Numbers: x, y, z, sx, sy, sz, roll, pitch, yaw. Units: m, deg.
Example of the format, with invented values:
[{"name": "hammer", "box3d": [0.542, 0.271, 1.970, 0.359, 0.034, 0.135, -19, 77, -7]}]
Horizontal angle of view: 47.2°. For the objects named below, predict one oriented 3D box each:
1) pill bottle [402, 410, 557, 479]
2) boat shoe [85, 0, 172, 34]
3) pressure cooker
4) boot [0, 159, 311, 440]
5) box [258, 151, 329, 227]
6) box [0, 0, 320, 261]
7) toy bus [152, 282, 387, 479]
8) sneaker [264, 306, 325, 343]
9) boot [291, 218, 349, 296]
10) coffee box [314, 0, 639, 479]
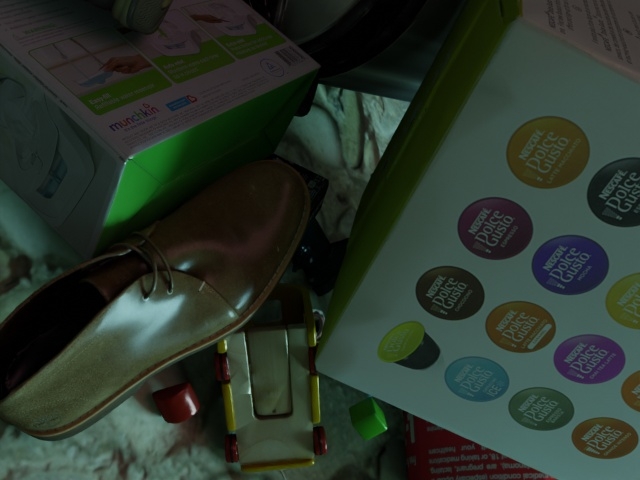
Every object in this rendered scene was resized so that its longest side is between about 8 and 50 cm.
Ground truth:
[{"name": "pill bottle", "box3d": [0.217, 0.274, 0.873, 0.229, 0.229, 0.408, 21, 59, -42]}, {"name": "boat shoe", "box3d": [-0.165, -0.316, 0.602, 0.130, 0.132, 0.355, 20, 38, -27]}, {"name": "pressure cooker", "box3d": [0.045, -0.360, 0.830, 0.420, 0.375, 0.370, -5, 70, -51]}, {"name": "boot", "box3d": [-0.123, 0.032, 0.570, 0.305, 0.115, 0.112, -42, 73, -16]}, {"name": "box", "box3d": [-0.109, -0.033, 0.712, 0.184, 0.045, 0.191, 25, 46, 6]}, {"name": "box", "box3d": [-0.171, -0.148, 0.636, 0.231, 0.127, 0.262, 40, 41, 8]}, {"name": "toy bus", "box3d": [-0.048, 0.140, 0.725, 0.191, 0.202, 0.104, 39, 17, -22]}, {"name": "sneaker", "box3d": [-0.005, 0.105, 0.820, 0.134, 0.070, 0.051, 7, 67, -48]}, {"name": "boot", "box3d": [0.000, 0.000, 0.894, 0.099, 0.045, 0.121, 56, 42, -11]}, {"name": "coffee box", "box3d": [0.230, -0.034, 0.658, 0.334, 0.338, 0.338, 25, 36, -3]}]
